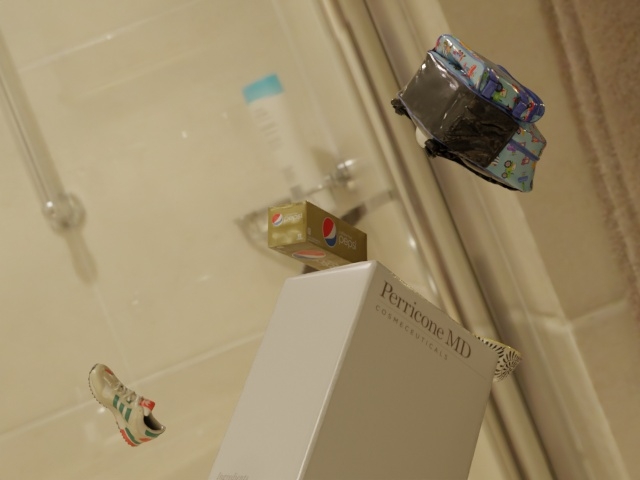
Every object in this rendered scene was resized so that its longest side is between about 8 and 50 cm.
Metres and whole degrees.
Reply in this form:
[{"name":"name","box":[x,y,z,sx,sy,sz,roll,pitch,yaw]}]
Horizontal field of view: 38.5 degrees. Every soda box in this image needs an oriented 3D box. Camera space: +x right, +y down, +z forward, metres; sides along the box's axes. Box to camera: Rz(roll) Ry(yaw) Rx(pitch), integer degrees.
[{"name":"soda box","box":[0.000,0.000,1.263,0.061,0.058,0.181,-9,-18,28]}]

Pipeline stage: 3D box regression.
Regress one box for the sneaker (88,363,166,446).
[{"name":"sneaker","box":[-0.311,0.261,1.496,0.075,0.161,0.057,-20,18,23]}]

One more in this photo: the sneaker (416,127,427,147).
[{"name":"sneaker","box":[0.207,-0.191,1.441,0.115,0.090,0.232,-13,-2,-30]}]

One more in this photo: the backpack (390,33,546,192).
[{"name":"backpack","box":[0.191,-0.137,1.053,0.117,0.173,0.158,-54,28,18]}]

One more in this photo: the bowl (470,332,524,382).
[{"name":"bowl","box":[0.303,0.238,1.787,0.170,0.080,0.170,19,-11,4]}]

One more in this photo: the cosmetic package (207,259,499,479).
[{"name":"cosmetic package","box":[0.015,0.276,0.977,0.161,0.230,0.453,-14,48,49]}]
